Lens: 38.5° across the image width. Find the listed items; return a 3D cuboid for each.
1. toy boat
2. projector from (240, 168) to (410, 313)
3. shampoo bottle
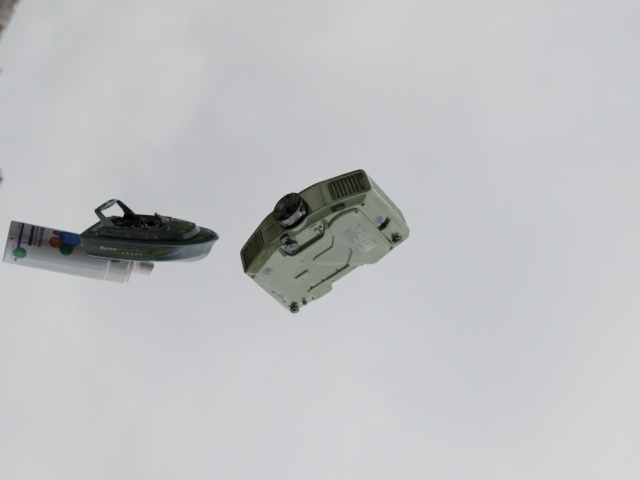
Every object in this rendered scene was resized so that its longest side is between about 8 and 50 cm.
[{"bbox_3d":[-0.278,-0.010,1.508,0.093,0.246,0.103,-47,137,-60],"label":"toy boat"},{"bbox_3d":[0.000,0.000,1.574,0.269,0.193,0.088,-34,-141,15],"label":"projector"},{"bbox_3d":[-0.500,0.031,1.915,0.092,0.303,0.092,-168,-90,-73],"label":"shampoo bottle"}]
